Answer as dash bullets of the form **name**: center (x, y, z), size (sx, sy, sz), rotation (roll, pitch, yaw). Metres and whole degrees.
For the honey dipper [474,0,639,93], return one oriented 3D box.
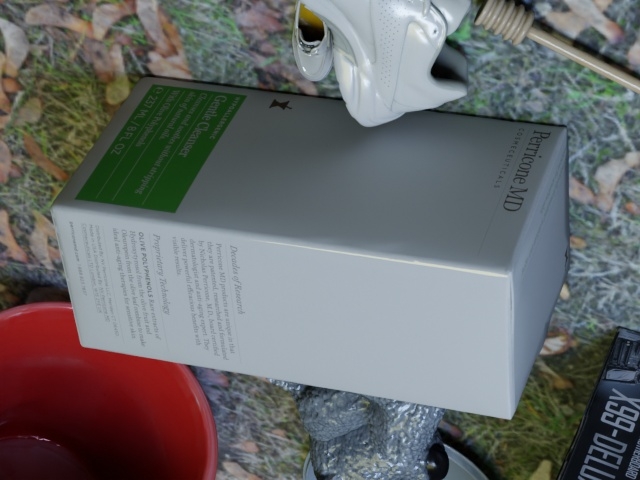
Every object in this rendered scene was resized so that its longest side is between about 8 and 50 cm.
- **honey dipper**: center (0.190, -0.136, 1.424), size (0.161, 0.030, 0.030), rotation (28, 136, -4)

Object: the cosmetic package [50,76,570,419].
- **cosmetic package**: center (0.000, 0.000, 1.518), size (0.366, 0.197, 0.155), rotation (6, 129, 17)

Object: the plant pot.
- **plant pot**: center (-0.261, 0.226, 1.820), size (0.275, 0.275, 0.243), rotation (30, 146, -4)

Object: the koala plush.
- **koala plush**: center (0.042, 0.148, 1.637), size (0.203, 0.196, 0.221), rotation (15, 127, 24)

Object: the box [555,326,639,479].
- **box**: center (0.212, 0.261, 1.584), size (0.076, 0.307, 0.242), rotation (20, 135, 11)

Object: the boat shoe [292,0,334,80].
- **boat shoe**: center (-0.007, -0.160, 1.486), size (0.035, 0.035, 0.100), rotation (16, 135, 10)

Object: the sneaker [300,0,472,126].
- **sneaker**: center (0.050, -0.188, 1.411), size (0.115, 0.090, 0.232), rotation (-8, 136, 21)

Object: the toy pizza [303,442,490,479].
- **toy pizza**: center (0.081, 0.241, 1.822), size (0.201, 0.032, 0.201), rotation (13, 134, 14)
